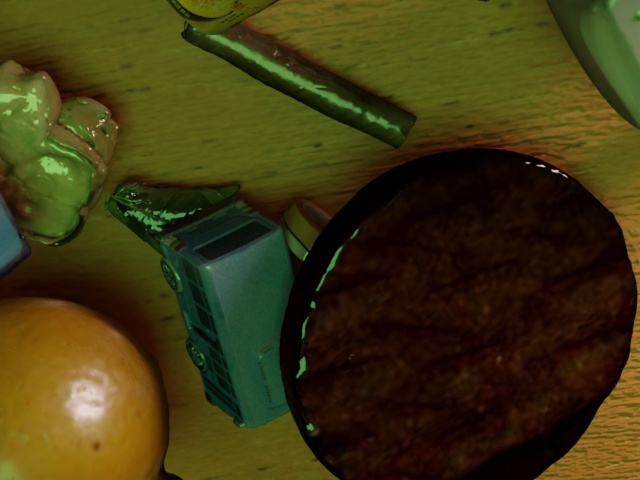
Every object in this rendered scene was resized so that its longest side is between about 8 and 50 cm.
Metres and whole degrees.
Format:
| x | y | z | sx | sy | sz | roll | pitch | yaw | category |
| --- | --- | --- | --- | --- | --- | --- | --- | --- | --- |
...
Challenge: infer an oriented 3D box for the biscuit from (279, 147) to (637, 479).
| x | y | z | sx | sy | sz | roll | pitch | yaw | category |
| --- | --- | --- | --- | --- | --- | --- | --- | --- | --- |
| 0.148 | 0.096 | 1.141 | 0.407 | 0.091 | 0.407 | -7 | 110 | -18 | biscuit |

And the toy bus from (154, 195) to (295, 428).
| x | y | z | sx | sy | sz | roll | pitch | yaw | category |
| --- | --- | --- | --- | --- | --- | --- | --- | --- | --- |
| -0.084 | 0.087 | 1.161 | 0.116 | 0.133 | 0.234 | -28 | 122 | -25 | toy bus |

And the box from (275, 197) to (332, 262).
| x | y | z | sx | sy | sz | roll | pitch | yaw | category |
| --- | --- | --- | --- | --- | --- | --- | --- | --- | --- |
| 0.000 | 0.000 | 1.155 | 0.105 | 0.105 | 0.037 | 39 | 105 | -15 | box |

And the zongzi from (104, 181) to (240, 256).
| x | y | z | sx | sy | sz | roll | pitch | yaw | category |
| --- | --- | --- | --- | --- | --- | --- | --- | --- | --- |
| -0.167 | -0.050 | 1.171 | 0.109 | 0.055 | 0.119 | 40 | 99 | -14 | zongzi |

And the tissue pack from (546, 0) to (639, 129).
| x | y | z | sx | sy | sz | roll | pitch | yaw | category |
| --- | --- | --- | --- | --- | --- | --- | --- | --- | --- |
| 0.374 | -0.264 | 0.956 | 0.333 | 0.236 | 0.229 | -30 | 119 | 15 | tissue pack |

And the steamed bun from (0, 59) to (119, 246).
| x | y | z | sx | sy | sz | roll | pitch | yaw | category |
| --- | --- | --- | --- | --- | --- | --- | --- | --- | --- |
| -0.307 | -0.106 | 1.122 | 0.177 | 0.106 | 0.192 | 22 | 122 | -12 | steamed bun |

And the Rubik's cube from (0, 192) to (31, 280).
| x | y | z | sx | sy | sz | roll | pitch | yaw | category |
| --- | --- | --- | --- | --- | --- | --- | --- | --- | --- |
| -0.549 | -0.031 | 0.968 | 0.362 | 0.363 | 0.359 | -6 | 121 | 36 | Rubik's cube |

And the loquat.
| x | y | z | sx | sy | sz | roll | pitch | yaw | category |
| --- | --- | --- | --- | --- | --- | --- | --- | --- | --- |
| -0.296 | 0.224 | 1.149 | 0.359 | 0.328 | 0.328 | 23 | 114 | -3 | loquat |

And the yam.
| x | y | z | sx | sy | sz | roll | pitch | yaw | category |
| --- | --- | --- | --- | --- | --- | --- | --- | --- | --- |
| -0.022 | -0.170 | 1.110 | 0.264 | 0.046 | 0.046 | 26 | 113 | -10 | yam |

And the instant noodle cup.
| x | y | z | sx | sy | sz | roll | pitch | yaw | category |
| --- | --- | --- | --- | --- | --- | --- | --- | --- | --- |
| -0.087 | -0.276 | 1.015 | 0.122 | 0.151 | 0.151 | -35 | 109 | 24 | instant noodle cup |
